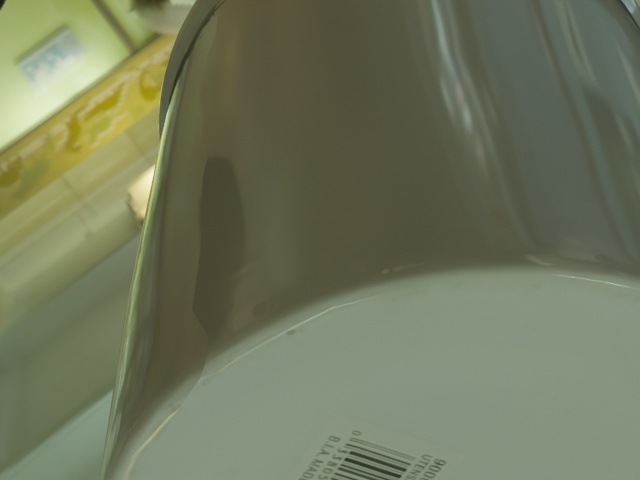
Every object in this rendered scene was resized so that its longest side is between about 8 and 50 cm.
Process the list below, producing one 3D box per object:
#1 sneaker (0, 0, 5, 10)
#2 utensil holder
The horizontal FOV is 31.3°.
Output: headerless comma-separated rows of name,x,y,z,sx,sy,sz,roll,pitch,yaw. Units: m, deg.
sneaker,-0.334,-0.214,0.677,0.136,0.314,0.116,-112,-139,-70
utensil holder,0.061,0.029,0.603,0.327,0.327,0.385,-30,-150,17
